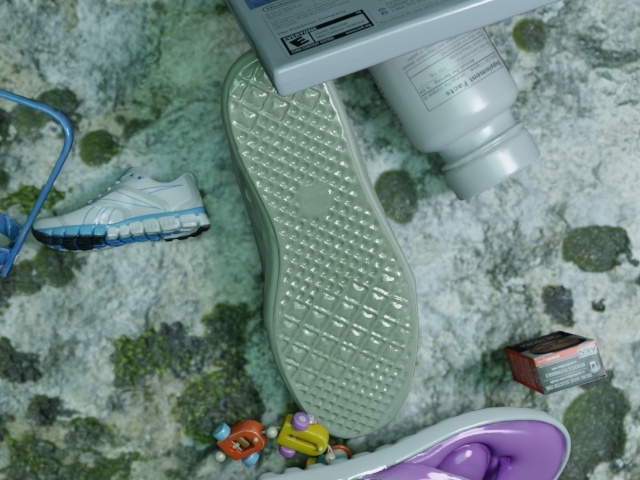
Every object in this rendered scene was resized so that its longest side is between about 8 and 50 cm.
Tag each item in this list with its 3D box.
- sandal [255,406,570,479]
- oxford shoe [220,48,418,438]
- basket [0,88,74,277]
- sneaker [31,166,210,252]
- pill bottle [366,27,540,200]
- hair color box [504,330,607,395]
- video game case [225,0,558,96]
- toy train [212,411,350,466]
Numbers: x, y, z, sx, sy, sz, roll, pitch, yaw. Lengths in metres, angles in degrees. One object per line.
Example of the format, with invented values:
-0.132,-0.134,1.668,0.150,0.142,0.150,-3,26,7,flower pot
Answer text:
0.087,0.295,1.369,0.416,0.102,0.169,-13,124,-15,sandal
0.000,0.000,1.394,0.169,0.130,0.449,-17,107,-2,oxford shoe
-0.410,-0.039,1.313,0.255,0.201,0.289,22,98,-3,basket
-0.219,-0.036,1.407,0.191,0.071,0.083,-7,78,-8,sneaker
0.137,-0.166,1.396,0.131,0.131,0.229,-31,93,-4,pill bottle
0.253,0.131,1.403,0.072,0.141,0.043,-17,92,-5,hair color box
0.070,-0.277,1.323,0.329,0.300,0.036,-20,128,-6,video game case
-0.030,0.233,1.416,0.125,0.046,0.166,-35,114,32,toy train
